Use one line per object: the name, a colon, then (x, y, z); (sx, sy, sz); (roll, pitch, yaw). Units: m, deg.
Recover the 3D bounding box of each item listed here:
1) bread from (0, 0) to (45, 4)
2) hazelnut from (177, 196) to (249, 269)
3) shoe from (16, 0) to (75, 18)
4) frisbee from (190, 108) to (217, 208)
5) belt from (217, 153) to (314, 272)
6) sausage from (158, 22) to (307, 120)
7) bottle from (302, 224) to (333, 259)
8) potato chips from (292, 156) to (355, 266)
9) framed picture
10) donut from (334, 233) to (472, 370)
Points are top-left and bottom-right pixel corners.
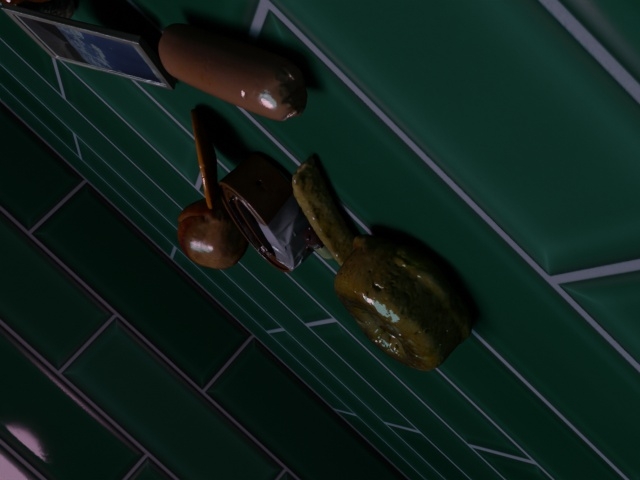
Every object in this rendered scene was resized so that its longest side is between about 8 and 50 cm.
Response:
bread: (-0.419, -0.453, 0.965); (0.231, 0.135, 0.247); (-4, 127, 26)
hazelnut: (-0.249, -0.028, 1.645); (0.182, 0.182, 0.182); (38, 163, 14)
shoe: (-0.524, -0.478, 1.223); (0.159, 0.124, 0.316); (52, 162, -4)
frisbee: (-0.216, -0.156, 1.328); (0.192, 0.035, 0.192); (169, 90, -83)
belt: (-0.093, -0.047, 1.337); (0.184, 0.105, 0.262); (30, 157, 40)
sausage: (-0.129, -0.240, 0.974); (0.289, 0.086, 0.086); (31, 160, 37)
bottle: (0.001, -0.002, 1.293); (0.047, 0.063, 0.101); (29, 176, 32)
potato chips: (0.046, 0.009, 1.235); (0.080, 0.057, 0.407); (29, 159, 52)
framed picture: (-0.397, -0.340, 1.218); (0.259, 0.023, 0.189); (17, 171, 8)
donut: (0.138, 0.108, 1.157); (0.208, 0.128, 0.261); (19, 153, 52)
